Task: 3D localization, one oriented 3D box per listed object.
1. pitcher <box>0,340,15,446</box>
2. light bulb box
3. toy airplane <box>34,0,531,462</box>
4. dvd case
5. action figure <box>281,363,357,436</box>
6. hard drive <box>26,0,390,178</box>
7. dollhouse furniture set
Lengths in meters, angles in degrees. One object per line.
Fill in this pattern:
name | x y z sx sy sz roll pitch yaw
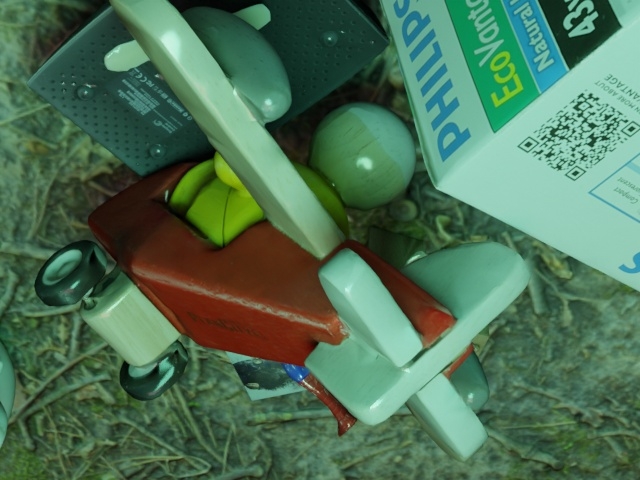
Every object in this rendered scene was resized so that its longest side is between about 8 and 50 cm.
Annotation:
pitcher | -0.356 0.169 1.283 0.177 0.207 0.125 -30 123 25
light bulb box | 0.294 -0.159 0.906 0.358 0.225 0.361 24 129 -37
toy airplane | 0.000 0.000 0.971 0.384 0.272 0.386 32 153 6
dvd case | -0.031 0.124 1.355 0.119 0.013 0.087 -13 129 13
action figure | -0.055 0.061 1.227 0.091 0.139 0.280 -44 82 -9
hard drive | -0.091 -0.152 1.039 0.254 0.054 0.172 -30 128 29
dollhouse furniture set | 0.089 0.098 1.253 0.144 0.123 0.151 16 130 -10
